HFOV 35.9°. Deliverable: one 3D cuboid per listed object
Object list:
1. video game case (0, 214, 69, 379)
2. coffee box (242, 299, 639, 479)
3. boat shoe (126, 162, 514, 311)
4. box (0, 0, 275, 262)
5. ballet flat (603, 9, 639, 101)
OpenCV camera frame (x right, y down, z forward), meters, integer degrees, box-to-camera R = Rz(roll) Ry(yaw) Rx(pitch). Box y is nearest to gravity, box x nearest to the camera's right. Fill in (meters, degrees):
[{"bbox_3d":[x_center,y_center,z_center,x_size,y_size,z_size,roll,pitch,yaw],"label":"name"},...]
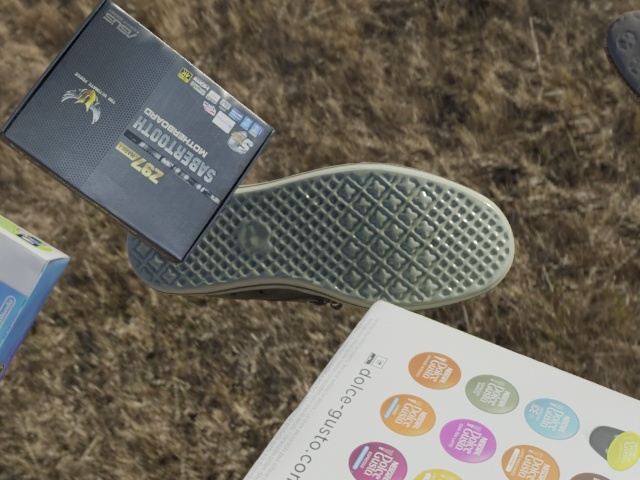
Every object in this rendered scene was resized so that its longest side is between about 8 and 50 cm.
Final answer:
[{"bbox_3d":[-0.400,0.068,0.889,0.244,0.061,0.269,31,93,5],"label":"video game case"},{"bbox_3d":[0.116,0.326,0.938,0.334,0.338,0.337,21,41,18],"label":"coffee box"},{"bbox_3d":[0.000,0.000,1.289,0.500,0.156,0.187,-2,89,16],"label":"boat shoe"},{"bbox_3d":[-0.193,-0.113,1.057,0.233,0.059,0.183,38,77,-15],"label":"box"},{"bbox_3d":[0.378,-0.149,0.990,0.084,0.250,0.058,-62,17,7],"label":"ballet flat"}]
